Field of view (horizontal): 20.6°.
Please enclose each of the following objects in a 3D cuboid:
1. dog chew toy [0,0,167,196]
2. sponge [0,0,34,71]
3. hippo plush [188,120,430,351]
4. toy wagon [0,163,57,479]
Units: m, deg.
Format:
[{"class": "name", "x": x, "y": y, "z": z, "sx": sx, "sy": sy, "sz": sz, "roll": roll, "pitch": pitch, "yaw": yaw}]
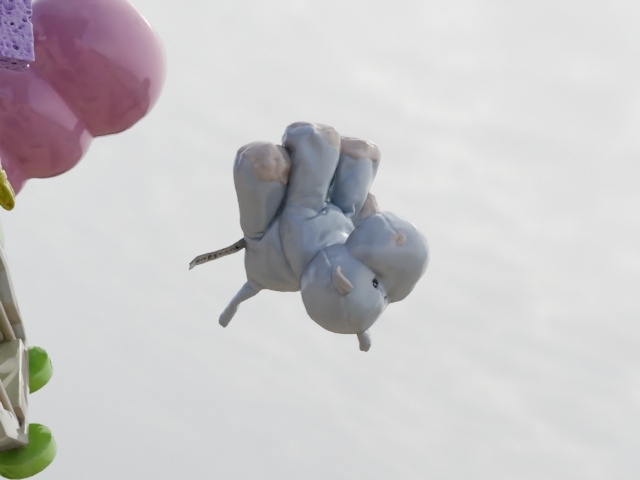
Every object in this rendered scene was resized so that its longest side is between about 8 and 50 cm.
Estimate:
[{"class": "dog chew toy", "x": -0.353, "y": -0.173, "z": 2.228, "sx": 0.206, "sy": 0.332, "sz": 0.206, "roll": 45, "pitch": -8, "yaw": 8}, {"class": "sponge", "x": -0.389, "y": -0.295, "z": 2.010, "sx": 0.117, "sy": 0.210, "sz": 0.031, "roll": 9, "pitch": -31, "yaw": -28}, {"class": "hippo plush", "x": 0.000, "y": 0.000, "z": 2.219, "sx": 0.236, "sy": 0.294, "sz": 0.234, "roll": 41, "pitch": -17, "yaw": 49}, {"class": "toy wagon", "x": -0.303, "y": 0.033, "z": 1.524, "sx": 0.344, "sy": 0.068, "sz": 0.267, "roll": -107, "pitch": -179, "yaw": -58}]
